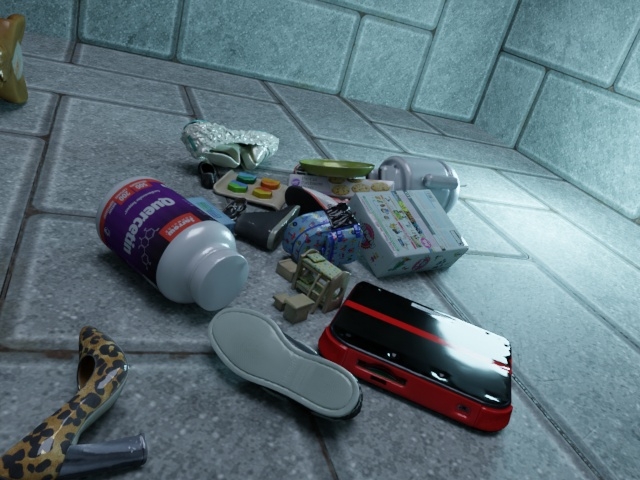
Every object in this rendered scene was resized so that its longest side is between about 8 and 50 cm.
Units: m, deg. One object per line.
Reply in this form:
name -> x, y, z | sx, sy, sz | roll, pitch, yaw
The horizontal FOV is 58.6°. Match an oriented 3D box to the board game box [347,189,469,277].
board game box -> 0.235, -0.026, 1.579 | 0.304, 0.097, 0.224 | -4, 54, -39

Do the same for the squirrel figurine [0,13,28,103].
squirrel figurine -> -1.129, -0.550, 1.726 | 0.371, 0.280, 0.397 | 3, 25, -14

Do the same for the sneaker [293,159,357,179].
sneaker -> 0.007, -0.229, 1.984 | 0.279, 0.107, 0.118 | -6, 13, -42

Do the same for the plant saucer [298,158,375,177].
plant saucer -> 0.051, -0.226, 1.794 | 0.241, 0.037, 0.241 | 3, 14, -1

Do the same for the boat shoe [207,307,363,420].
boat shoe -> -0.065, 0.218, 0.982 | 0.303, 0.091, 0.114 | 30, 72, 25

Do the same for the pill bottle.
pill bottle -> -0.299, 0.007, 1.162 | 0.323, 0.181, 0.182 | 32, 29, 30

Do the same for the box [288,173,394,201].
box -> 0.063, -0.154, 1.755 | 0.324, 0.067, 0.063 | 5, -16, 7

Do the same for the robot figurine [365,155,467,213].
robot figurine -> 0.320, -0.176, 1.907 | 0.354, 0.199, 0.300 | 1, 0, -31

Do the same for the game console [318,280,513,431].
game console -> 0.210, 0.224, 1.192 | 0.387, 0.060, 0.342 | 22, 20, 11

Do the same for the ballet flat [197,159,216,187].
ballet flat -> -0.343, -0.213, 1.753 | 0.058, 0.049, 0.173 | 7, 26, -21

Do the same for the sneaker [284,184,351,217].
sneaker -> 0.034, -0.092, 1.692 | 0.270, 0.090, 0.145 | 28, 26, 15

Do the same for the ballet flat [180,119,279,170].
ballet flat -> -0.280, -0.290, 1.872 | 0.147, 0.146, 0.409 | 34, 21, 34

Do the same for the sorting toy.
sorting toy -> -0.203, -0.162, 1.749 | 0.208, 0.038, 0.193 | 18, 24, 2

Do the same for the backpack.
backpack -> 0.000, 0.000, 1.407 | 0.173, 0.158, 0.116 | -13, 54, -25

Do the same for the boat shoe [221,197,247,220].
boat shoe -> -0.237, -0.087, 1.569 | 0.046, 0.038, 0.125 | 23, 25, 14

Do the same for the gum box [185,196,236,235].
gum box -> -0.335, -0.053, 1.436 | 0.184, 0.041, 0.157 | -10, 36, -46

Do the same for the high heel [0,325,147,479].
high heel -> -0.363, 0.213, 0.789 | 0.186, 0.093, 0.261 | 4, 36, -39

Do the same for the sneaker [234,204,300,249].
sneaker -> -0.135, -0.058, 1.518 | 0.118, 0.083, 0.222 | 21, 26, 10

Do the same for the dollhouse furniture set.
dollhouse furniture set -> -0.057, 0.078, 1.260 | 0.182, 0.101, 0.161 | 34, 30, 33
